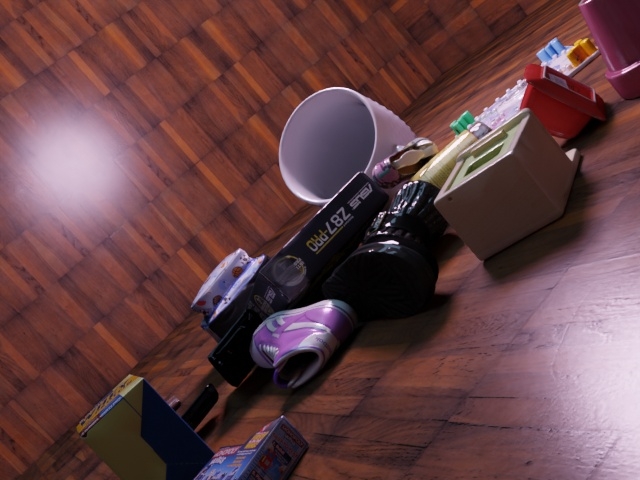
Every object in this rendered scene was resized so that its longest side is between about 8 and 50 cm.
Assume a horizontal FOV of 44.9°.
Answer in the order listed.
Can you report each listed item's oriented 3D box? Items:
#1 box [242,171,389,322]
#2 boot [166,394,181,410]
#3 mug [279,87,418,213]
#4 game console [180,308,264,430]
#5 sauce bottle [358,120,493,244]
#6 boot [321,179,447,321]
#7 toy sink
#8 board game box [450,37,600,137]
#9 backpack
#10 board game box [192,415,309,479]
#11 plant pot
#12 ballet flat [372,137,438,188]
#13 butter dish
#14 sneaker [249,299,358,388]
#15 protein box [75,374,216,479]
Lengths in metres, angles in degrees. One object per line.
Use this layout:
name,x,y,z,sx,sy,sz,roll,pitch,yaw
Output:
box,-0.025,0.053,1.687,0.318,0.097,0.395,-43,-8,-24
boot,-0.411,0.441,1.956,0.106,0.037,0.114,-14,29,45
mug,0.144,-0.185,1.852,0.374,0.276,0.328,8,-4,37
game console,-0.229,0.306,1.560,0.361,0.044,0.213,-51,-15,-15
sauce bottle,0.225,-0.094,1.572,0.344,0.111,0.111,-40,8,6
boot,0.151,0.002,1.334,0.260,0.131,0.348,-44,8,-21
toy sink,0.296,-0.103,1.216,0.153,0.131,0.234,-34,10,38
board game box,0.511,-0.385,2.015,0.390,0.050,0.390,-39,8,13
backpack,-0.206,0.158,1.972,0.276,0.213,0.263,-47,-2,-18
board game box,-0.113,0.333,1.059,0.194,0.060,0.194,-45,9,-32
plant pot,0.545,-0.371,1.312,0.201,0.180,0.201,-40,7,6
ballet flat,0.195,-0.169,1.604,0.221,0.076,0.079,-30,-2,-42
butter dish,0.418,-0.232,1.395,0.118,0.160,0.160,-64,-4,30
sneaker,-0.069,0.205,1.405,0.282,0.102,0.161,-33,15,47
protein box,-0.303,0.352,1.345,0.136,0.200,0.201,-44,8,-20
